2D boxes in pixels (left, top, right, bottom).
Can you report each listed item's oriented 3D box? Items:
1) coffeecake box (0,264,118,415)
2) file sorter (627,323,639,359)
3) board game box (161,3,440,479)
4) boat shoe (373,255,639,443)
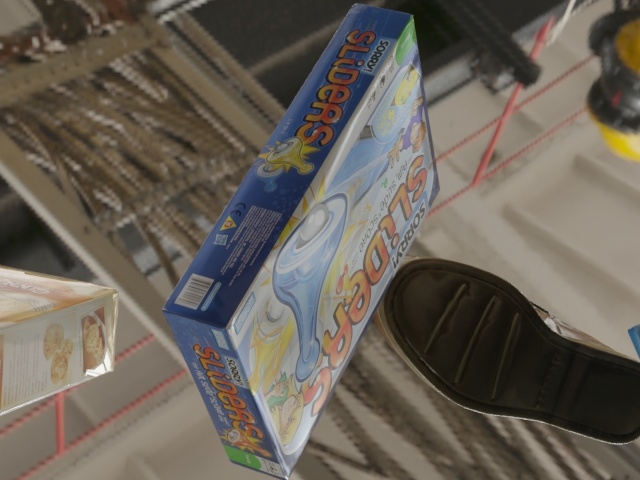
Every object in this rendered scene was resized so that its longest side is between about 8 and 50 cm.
[{"bbox_3d":[-0.255,0.070,0.926,0.142,0.068,0.185,10,-167,24],"label":"coffeecake box"},{"bbox_3d":[0.339,0.117,0.996,0.118,0.104,0.170,-11,-109,-27],"label":"file sorter"},{"bbox_3d":[0.000,0.000,0.652,0.035,0.136,0.201,15,-123,23],"label":"board game box"},{"bbox_3d":[0.154,0.098,1.144,0.307,0.104,0.111,30,-92,-28],"label":"boat shoe"}]
